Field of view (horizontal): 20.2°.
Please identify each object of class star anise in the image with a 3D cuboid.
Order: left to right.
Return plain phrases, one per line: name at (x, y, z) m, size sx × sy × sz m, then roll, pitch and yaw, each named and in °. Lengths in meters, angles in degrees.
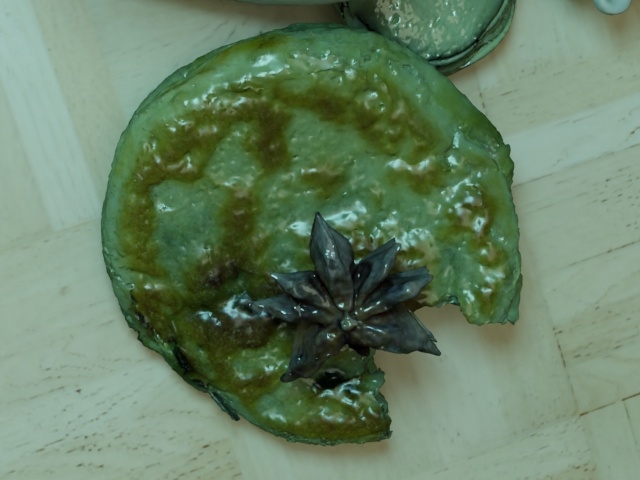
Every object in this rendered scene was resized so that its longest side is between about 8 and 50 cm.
star anise at (0.013, 0.033, 1.176) m, size 0.124 × 0.056 × 0.129 m, roll -10°, pitch 123°, yaw 6°

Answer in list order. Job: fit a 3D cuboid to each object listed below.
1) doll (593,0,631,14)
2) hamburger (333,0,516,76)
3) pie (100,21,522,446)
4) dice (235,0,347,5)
doll at (0.182, -0.301, 1.236) m, size 0.138 × 0.119 × 0.293 m, roll -10°, pitch 92°, yaw -31°
hamburger at (0.072, -0.181, 1.249) m, size 0.133 × 0.062 × 0.140 m, roll -35°, pitch 98°, yaw -6°
pie at (-0.005, -0.006, 1.233) m, size 0.302 × 0.067 × 0.302 m, roll -1°, pitch 107°, yaw -3°
dice at (-0.051, -0.304, 1.103) m, size 0.251 × 0.243 × 0.259 m, roll 9°, pitch 82°, yaw 2°
